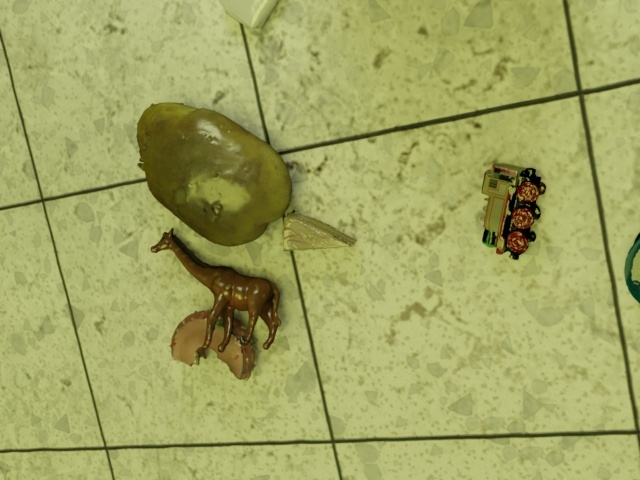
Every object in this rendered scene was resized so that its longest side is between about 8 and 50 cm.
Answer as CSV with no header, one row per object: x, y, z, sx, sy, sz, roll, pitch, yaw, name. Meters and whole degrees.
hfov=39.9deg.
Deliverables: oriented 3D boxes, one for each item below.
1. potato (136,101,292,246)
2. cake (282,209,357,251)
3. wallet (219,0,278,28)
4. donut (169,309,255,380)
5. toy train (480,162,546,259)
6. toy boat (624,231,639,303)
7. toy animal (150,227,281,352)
-0.185,-0.112,1.424,0.296,0.141,0.191,37,112,16,potato
0.000,0.000,1.413,0.121,0.052,0.065,19,104,19,cake
-0.087,-0.421,1.363,0.095,0.033,0.190,43,116,12,wallet
-0.184,0.169,1.529,0.166,0.065,0.117,11,108,21,donut
0.273,-0.042,1.276,0.087,0.050,0.137,16,110,26,toy train
0.522,-0.012,1.144,0.134,0.092,0.299,44,115,6,toy boat
-0.180,0.079,1.488,0.224,0.066,0.229,-4,62,3,toy animal
